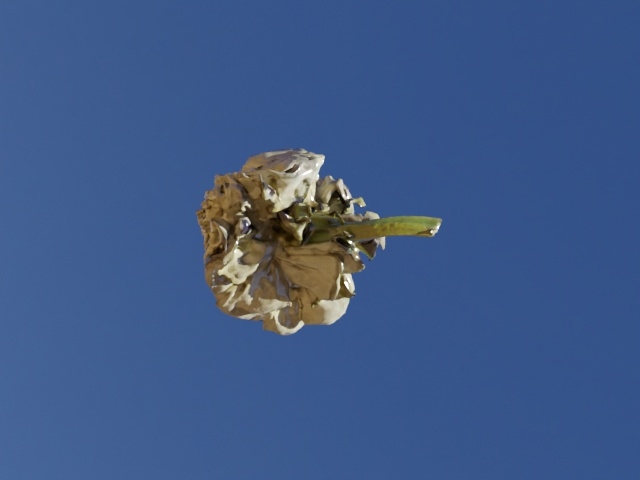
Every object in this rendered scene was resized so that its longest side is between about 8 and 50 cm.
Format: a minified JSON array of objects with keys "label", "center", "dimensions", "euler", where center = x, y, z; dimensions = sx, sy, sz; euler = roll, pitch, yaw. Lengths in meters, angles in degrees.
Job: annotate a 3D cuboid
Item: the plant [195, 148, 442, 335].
[{"label":"plant","center":[0.000,0.000,0.842],"dimensions":[0.122,0.116,0.104],"euler":[-4,-90,28]}]
